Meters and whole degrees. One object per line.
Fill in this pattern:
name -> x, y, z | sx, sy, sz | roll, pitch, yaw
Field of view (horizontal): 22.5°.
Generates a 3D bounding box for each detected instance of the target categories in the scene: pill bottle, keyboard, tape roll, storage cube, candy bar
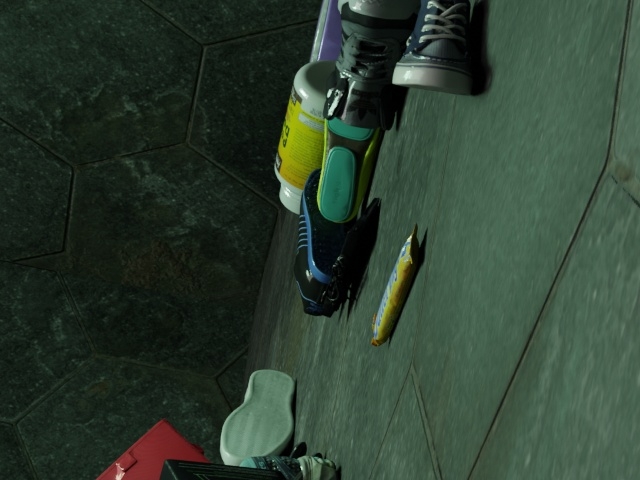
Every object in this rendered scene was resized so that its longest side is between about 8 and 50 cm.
pill bottle -> 0.002, -0.140, 2.288 | 0.117, 0.117, 0.215 | -84, 7, -52
keyboard -> 0.041, 0.037, 1.961 | 0.100, 0.038, 0.192 | -53, -12, -34
tape roll -> 0.037, -0.287, 2.427 | 0.275, 0.090, 0.275 | -169, 90, -85
storage cube -> -0.234, 0.441, 2.585 | 0.215, 0.193, 0.184 | -41, -35, -15
candy bar -> 0.072, 0.046, 1.529 | 0.161, 0.018, 0.040 | 108, 172, -52

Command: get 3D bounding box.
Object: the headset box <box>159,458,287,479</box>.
headset box -> -0.082, 0.378, 1.530 | 0.283, 0.131, 0.246 | -138, 59, -66

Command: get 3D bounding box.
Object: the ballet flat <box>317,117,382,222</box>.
ballet flat -> 0.044, -0.134, 2.073 | 0.077, 0.077, 0.231 | -40, -34, -59

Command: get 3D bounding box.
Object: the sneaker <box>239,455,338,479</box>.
sneaker -> -0.064, 0.369, 1.751 | 0.110, 0.122, 0.283 | 115, 166, -72

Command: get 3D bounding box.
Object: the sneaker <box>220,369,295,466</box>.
sneaker -> -0.101, 0.338, 2.532 | 0.292, 0.108, 0.169 | -62, -15, -69

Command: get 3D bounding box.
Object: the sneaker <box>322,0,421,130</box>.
sneaker -> 0.061, -0.206, 1.860 | 0.268, 0.101, 0.153 | -16, -63, -88

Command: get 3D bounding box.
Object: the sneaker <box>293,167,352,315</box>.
sneaker -> 0.000, 0.000, 2.179 | 0.232, 0.081, 0.090 | -85, 15, -49

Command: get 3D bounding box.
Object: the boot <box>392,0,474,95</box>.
boot -> 0.100, -0.173, 1.392 | 0.190, 0.069, 0.086 | -97, 16, -82

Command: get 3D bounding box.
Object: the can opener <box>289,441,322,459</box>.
can opener -> -0.036, 0.328, 1.985 | 0.073, 0.059, 0.186 | -33, -28, -57
